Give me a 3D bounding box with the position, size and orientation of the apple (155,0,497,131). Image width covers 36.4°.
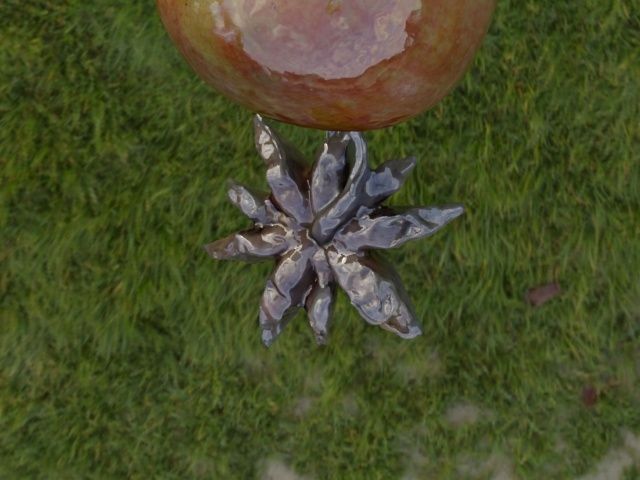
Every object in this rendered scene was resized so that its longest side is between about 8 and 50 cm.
[{"bbox_3d":[0.007,-0.152,0.530,0.174,0.188,0.188,14,126,-45],"label":"apple"}]

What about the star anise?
[{"bbox_3d":[0.000,0.000,0.688,0.195,0.065,0.182,44,111,3],"label":"star anise"}]
